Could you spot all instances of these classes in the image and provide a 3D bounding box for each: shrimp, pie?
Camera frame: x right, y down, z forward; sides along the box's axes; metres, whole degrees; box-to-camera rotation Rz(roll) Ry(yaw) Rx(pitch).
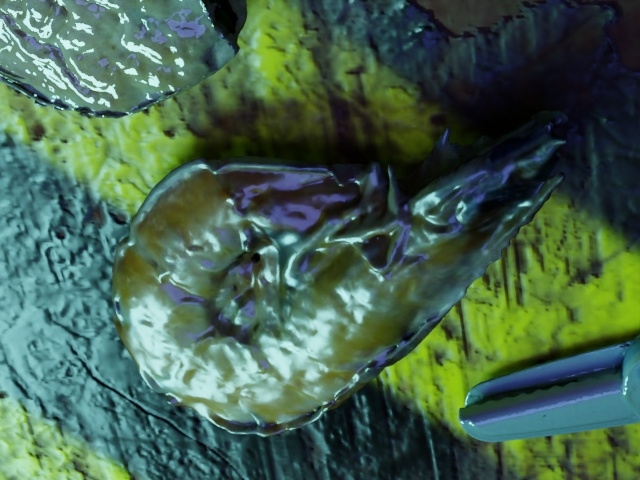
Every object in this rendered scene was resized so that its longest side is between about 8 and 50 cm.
[{"bbox_3d":[0.000,0.000,0.986,0.164,0.062,0.317,41,127,-16],"label":"shrimp"},{"bbox_3d":[-0.145,-0.152,0.899,0.185,0.052,0.218,-11,127,18],"label":"pie"}]

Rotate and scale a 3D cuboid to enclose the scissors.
[{"bbox_3d":[0.199,0.074,1.021,0.256,0.030,0.125,-14,122,19],"label":"scissors"}]
